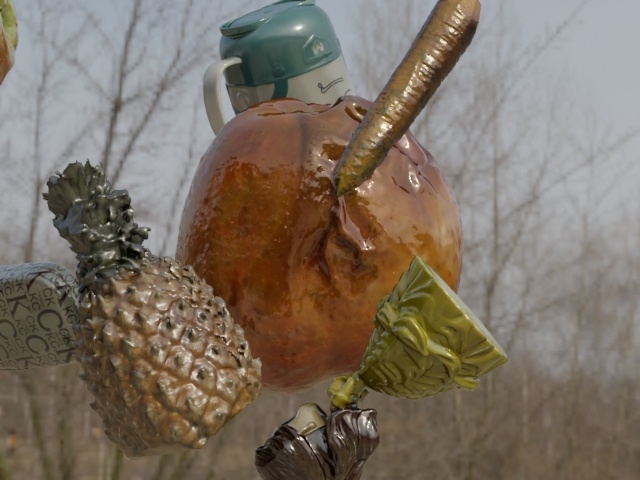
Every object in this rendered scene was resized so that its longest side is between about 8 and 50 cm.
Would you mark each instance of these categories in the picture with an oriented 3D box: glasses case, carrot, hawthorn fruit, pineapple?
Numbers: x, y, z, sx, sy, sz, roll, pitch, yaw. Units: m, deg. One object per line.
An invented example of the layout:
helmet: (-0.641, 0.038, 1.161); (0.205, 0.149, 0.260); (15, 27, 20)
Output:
glasses case: (-0.433, 0.106, 1.686); (0.355, 0.137, 0.085); (-6, 21, 41)
carrot: (0.104, -0.175, 1.518); (0.066, 0.314, 0.066); (28, -20, 12)
hawthorn fruit: (0.000, 0.000, 1.902); (0.472, 0.471, 0.472); (1, -9, 0)
pineapple: (-0.223, 0.078, 1.481); (0.202, 0.362, 0.202); (-30, -2, -1)

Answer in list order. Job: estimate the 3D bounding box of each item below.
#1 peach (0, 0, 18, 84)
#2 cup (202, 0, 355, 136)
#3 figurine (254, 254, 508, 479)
peach: (-0.526, -0.291, 1.668); (0.236, 0.214, 0.214); (6, -10, -4)
cup: (-0.081, -0.272, 2.206); (0.290, 0.257, 0.219); (-30, 23, -35)
figurine: (0.052, 0.181, 1.475); (0.315, 0.168, 0.187); (-42, 5, 5)
